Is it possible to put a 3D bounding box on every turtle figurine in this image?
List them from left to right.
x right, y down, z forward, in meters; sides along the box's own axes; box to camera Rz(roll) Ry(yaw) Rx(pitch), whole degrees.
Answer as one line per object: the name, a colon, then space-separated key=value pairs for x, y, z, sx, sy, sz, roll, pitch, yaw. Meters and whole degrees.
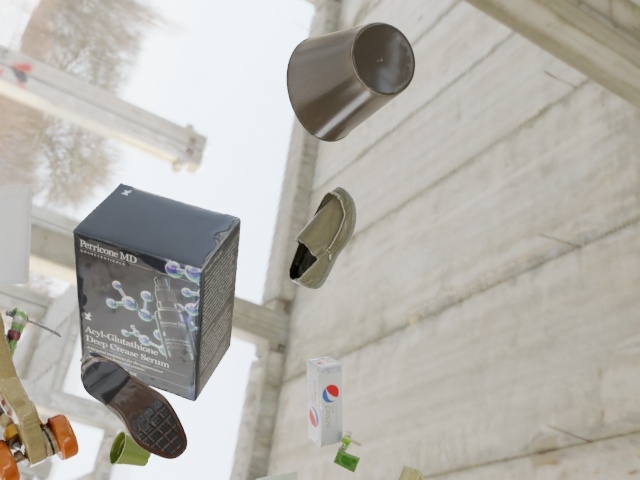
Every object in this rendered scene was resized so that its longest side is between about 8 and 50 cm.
turtle figurine: x=-0.771 y=0.210 z=1.808 sx=0.198 sy=0.266 sz=0.274 roll=-24 pitch=-163 yaw=10

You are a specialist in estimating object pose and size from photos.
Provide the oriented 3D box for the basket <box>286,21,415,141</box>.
basket: x=0.056 y=-0.298 z=1.441 sx=0.227 sy=0.154 sz=0.204 roll=-9 pitch=-87 yaw=63

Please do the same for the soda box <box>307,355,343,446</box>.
soda box: x=0.011 y=0.414 z=2.066 sx=0.074 sy=0.069 sz=0.216 roll=18 pitch=-69 yaw=61

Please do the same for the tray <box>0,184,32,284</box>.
tray: x=-0.769 y=-0.009 z=1.935 sx=0.030 sy=0.145 sz=0.270 roll=99 pitch=-15 yaw=-62

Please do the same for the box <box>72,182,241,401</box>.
box: x=-0.361 y=0.118 z=1.795 sx=0.212 sy=0.294 sz=0.395 roll=-60 pitch=163 yaw=-52

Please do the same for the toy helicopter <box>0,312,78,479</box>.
toy helicopter: x=-0.567 y=0.245 z=1.439 sx=0.235 sy=0.140 sz=0.355 roll=28 pitch=-50 yaw=47

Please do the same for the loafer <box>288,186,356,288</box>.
loafer: x=0.000 y=0.000 z=1.768 sx=0.094 sy=0.087 sz=0.251 roll=36 pitch=-66 yaw=37

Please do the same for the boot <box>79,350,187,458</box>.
boot: x=-0.297 y=0.253 z=1.271 sx=0.082 sy=0.219 sz=0.106 roll=-43 pitch=-156 yaw=-13

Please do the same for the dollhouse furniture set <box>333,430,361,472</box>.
dollhouse furniture set: x=0.075 y=0.543 z=2.057 sx=0.152 sy=0.059 sz=0.076 roll=13 pitch=99 yaw=-83

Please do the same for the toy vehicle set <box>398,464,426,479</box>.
toy vehicle set: x=0.148 y=0.591 z=1.551 sx=0.035 sy=0.166 sz=0.267 roll=11 pitch=-124 yaw=30

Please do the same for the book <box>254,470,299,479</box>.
book: x=-0.105 y=0.575 z=1.793 sx=0.035 sy=0.096 sz=0.144 roll=-114 pitch=-153 yaw=-45

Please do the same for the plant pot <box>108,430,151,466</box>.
plant pot: x=-0.450 y=0.506 z=1.917 sx=0.083 sy=0.079 sz=0.083 roll=-39 pitch=-144 yaw=37
